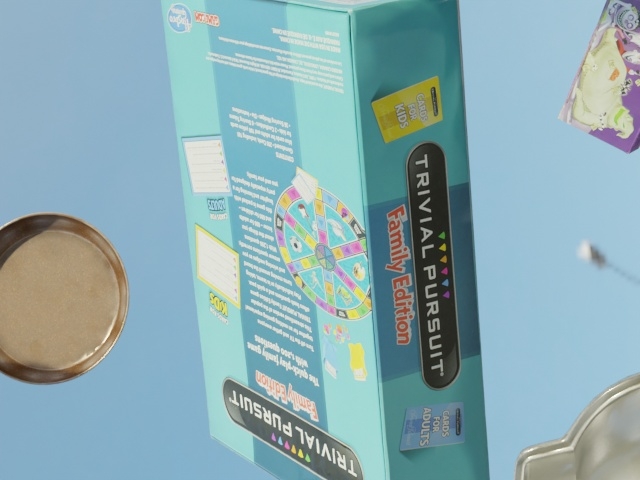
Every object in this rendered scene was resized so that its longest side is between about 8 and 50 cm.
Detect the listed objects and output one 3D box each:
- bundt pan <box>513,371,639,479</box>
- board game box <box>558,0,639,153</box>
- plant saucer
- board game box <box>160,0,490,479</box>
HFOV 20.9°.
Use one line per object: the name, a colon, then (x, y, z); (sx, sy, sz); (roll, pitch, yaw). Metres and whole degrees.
bundt pan: (0.211, 0.220, 0.801); (0.124, 0.331, 0.330); (-26, -76, -73)
board game box: (0.239, -0.201, 0.938); (0.347, 0.056, 0.208); (-43, -19, -52)
plant saucer: (-0.264, 0.057, 1.690); (0.029, 0.168, 0.168); (35, -132, -78)
board game box: (0.000, 0.000, 1.122); (0.079, 0.254, 0.336); (-14, -72, -27)
